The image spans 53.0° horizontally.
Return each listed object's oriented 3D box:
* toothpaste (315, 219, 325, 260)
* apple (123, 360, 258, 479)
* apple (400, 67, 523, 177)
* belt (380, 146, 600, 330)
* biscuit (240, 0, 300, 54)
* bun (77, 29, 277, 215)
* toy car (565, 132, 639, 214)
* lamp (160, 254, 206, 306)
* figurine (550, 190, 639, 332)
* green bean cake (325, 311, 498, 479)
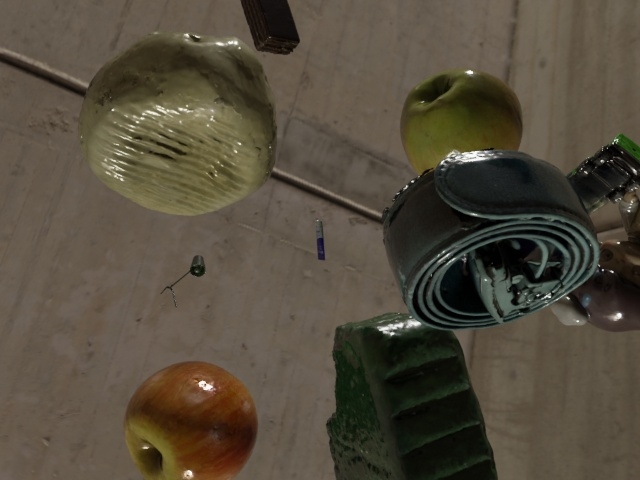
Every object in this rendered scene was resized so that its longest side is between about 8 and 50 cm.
[{"bbox_3d":[0.000,0.000,1.331,0.015,0.024,0.083,-10,-79,-38],"label":"toothpaste"},{"bbox_3d":[-0.265,0.390,1.340,0.233,0.286,0.286,-29,-86,-48],"label":"apple"},{"bbox_3d":[0.366,-0.305,1.737,0.305,0.338,0.338,35,-120,-39],"label":"apple"},{"bbox_3d":[0.172,0.008,0.665,0.267,0.206,0.116,34,-146,-50],"label":"belt"},{"bbox_3d":[-0.162,-0.674,1.697,0.107,0.073,0.388,-5,-108,-41],"label":"biscuit"},{"bbox_3d":[-0.237,-0.196,1.086,0.326,0.362,0.234,-2,-122,-18],"label":"bun"},{"bbox_3d":[0.387,-0.082,0.912,0.071,0.165,0.062,41,-122,2],"label":"toy car"},{"bbox_3d":[-0.272,0.073,1.289,0.041,0.121,0.054,34,-156,-27],"label":"lamp"},{"bbox_3d":[0.674,0.036,1.367,0.218,0.365,0.206,29,-152,17],"label":"figurine"},{"bbox_3d":[0.119,0.268,1.004,0.169,0.300,0.307,-13,-94,-21],"label":"green bean cake"}]
